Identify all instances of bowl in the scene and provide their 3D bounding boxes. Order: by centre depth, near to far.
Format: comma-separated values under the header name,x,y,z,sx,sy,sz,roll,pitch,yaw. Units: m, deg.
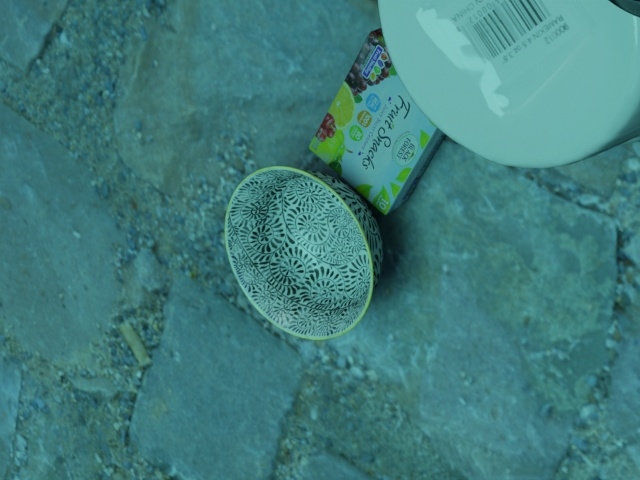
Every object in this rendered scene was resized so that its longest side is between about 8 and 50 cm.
name,x,y,z,sx,sy,sz,roll,pitch,yaw
bowl,0.000,0.000,1.723,0.170,0.080,0.170,16,119,32

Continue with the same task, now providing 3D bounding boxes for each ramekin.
name,x,y,z,sx,sy,sz,roll,pitch,yaw
ramekin,0.178,-0.190,1.460,0.277,0.135,0.277,16,118,32

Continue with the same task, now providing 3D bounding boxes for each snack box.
name,x,y,z,sx,sy,sz,roll,pitch,yaw
snack box,0.060,-0.107,1.655,0.100,0.037,0.141,41,129,15

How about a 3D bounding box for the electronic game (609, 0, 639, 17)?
name,x,y,z,sx,sy,sz,roll,pitch,yaw
electronic game,0.220,-0.257,1.245,0.229,0.048,0.229,36,138,42
